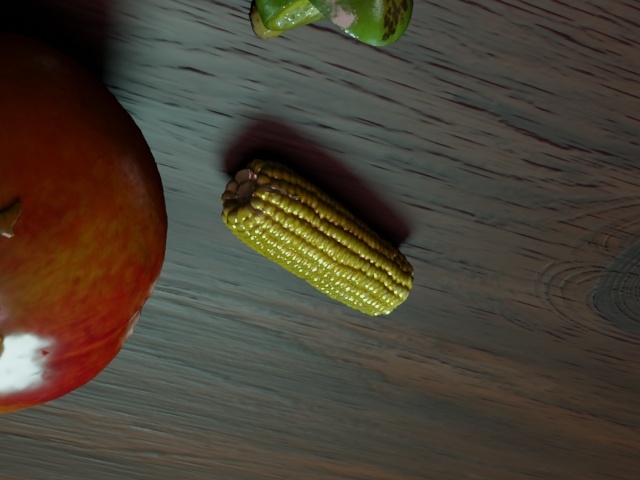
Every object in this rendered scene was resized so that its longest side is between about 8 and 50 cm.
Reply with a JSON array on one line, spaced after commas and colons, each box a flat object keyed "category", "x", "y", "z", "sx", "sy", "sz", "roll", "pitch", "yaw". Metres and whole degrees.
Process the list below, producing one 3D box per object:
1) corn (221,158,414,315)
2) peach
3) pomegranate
[{"category": "corn", "x": 0.000, "y": 0.000, "z": 1.625, "sx": 0.093, "sy": 0.093, "sz": 0.244, "roll": -40, "pitch": 129, "yaw": 24}, {"category": "peach", "x": -0.295, "y": -0.019, "z": 1.366, "sx": 0.370, "sy": 0.370, "sz": 0.370, "roll": -6, "pitch": 134, "yaw": -6}, {"category": "pomegranate", "x": 0.003, "y": -0.240, "z": 1.388, "sx": 0.143, "sy": 0.169, "sz": 0.122, "roll": -21, "pitch": 115, "yaw": -40}]
